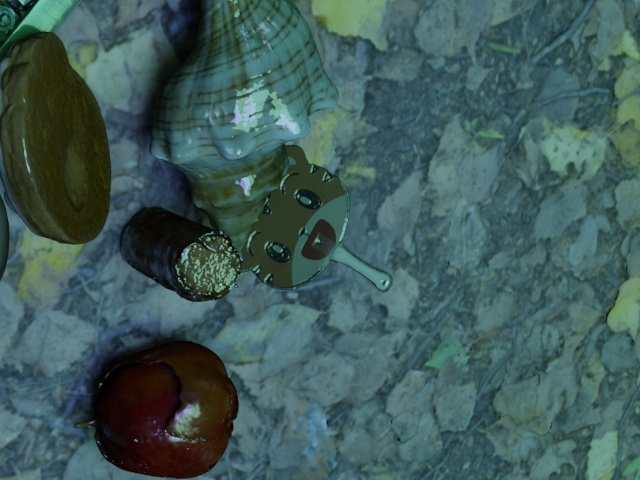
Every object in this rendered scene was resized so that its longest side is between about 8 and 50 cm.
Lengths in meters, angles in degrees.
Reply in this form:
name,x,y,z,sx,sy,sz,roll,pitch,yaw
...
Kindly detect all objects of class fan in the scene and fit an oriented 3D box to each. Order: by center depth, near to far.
name,x,y,z,sx,sy,sz,roll,pitch,yaw
fan,0.000,0.000,1.743,0.227,0.008,0.152,31,88,-33

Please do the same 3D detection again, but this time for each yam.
name,x,y,z,sx,sy,sz,roll,pitch,yaw
yam,-0.143,0.012,1.584,0.079,0.141,0.079,-9,108,-29

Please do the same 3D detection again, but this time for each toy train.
name,x,y,z,sx,sy,sz,roll,pitch,yaw
toy train,-0.280,-0.218,1.492,0.071,0.038,0.148,42,82,-36

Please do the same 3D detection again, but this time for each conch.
name,x,y,z,sx,sy,sz,roll,pitch,yaw
conch,-0.064,-0.166,1.554,0.170,0.203,0.386,20,112,6

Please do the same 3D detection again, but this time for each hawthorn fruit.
name,x,y,z,sx,sy,sz,roll,pitch,yaw
hawthorn fruit,-0.172,0.178,1.628,0.172,0.148,0.148,-2,107,-13

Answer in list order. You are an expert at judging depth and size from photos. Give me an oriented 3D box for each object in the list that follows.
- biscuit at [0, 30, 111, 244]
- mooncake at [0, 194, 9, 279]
name,x,y,z,sx,sy,sz,roll,pitch,yaw
biscuit,-0.256,-0.087,1.479,0.208,0.049,0.181,64,27,-58
mooncake,-0.406,-0.017,1.388,0.275,0.135,0.275,0,92,-8
